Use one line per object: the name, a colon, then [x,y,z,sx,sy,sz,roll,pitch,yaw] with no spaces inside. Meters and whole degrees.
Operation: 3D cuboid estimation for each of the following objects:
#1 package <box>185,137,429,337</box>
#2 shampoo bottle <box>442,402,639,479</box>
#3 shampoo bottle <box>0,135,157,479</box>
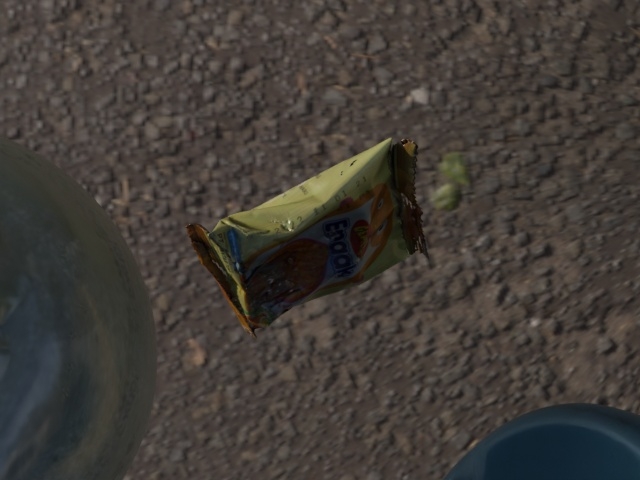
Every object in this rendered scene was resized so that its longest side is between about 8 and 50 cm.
package: [-0.002,0.001,0.681,0.121,0.108,0.031,-24,58,-6]
shampoo bottle: [0.265,0.305,0.918,0.331,0.343,0.331,-37,43,43]
shampoo bottle: [-0.271,0.078,0.877,0.322,0.317,0.322,1,81,-8]
